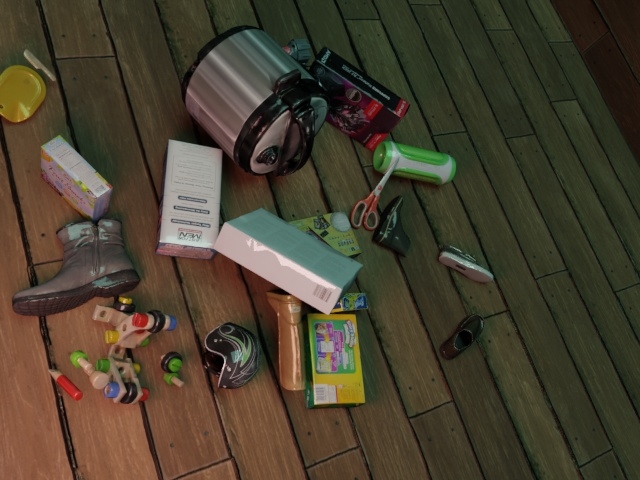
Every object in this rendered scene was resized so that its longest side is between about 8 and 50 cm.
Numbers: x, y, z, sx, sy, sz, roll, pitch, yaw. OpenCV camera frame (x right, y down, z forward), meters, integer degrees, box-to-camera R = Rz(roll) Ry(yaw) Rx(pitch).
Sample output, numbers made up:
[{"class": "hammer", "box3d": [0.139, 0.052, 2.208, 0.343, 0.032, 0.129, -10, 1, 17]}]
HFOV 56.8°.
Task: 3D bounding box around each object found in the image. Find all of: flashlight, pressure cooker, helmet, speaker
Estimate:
[{"class": "flashlight", "box3d": [-0.183, -0.694, 2.168, 0.304, 0.103, 0.103, -15, 72, -28]}, {"class": "pressure cooker", "box3d": [-0.180, -0.406, 1.862, 0.420, 0.375, 0.370, 47, 15, 14]}, {"class": "helmet", "box3d": [-0.243, 0.325, 1.646, 0.161, 0.169, 0.169, 42, 56, 18]}, {"class": "speaker", "box3d": [0.352, -0.287, 2.210, 0.297, 0.131, 0.131, 9, 64, -21]}]

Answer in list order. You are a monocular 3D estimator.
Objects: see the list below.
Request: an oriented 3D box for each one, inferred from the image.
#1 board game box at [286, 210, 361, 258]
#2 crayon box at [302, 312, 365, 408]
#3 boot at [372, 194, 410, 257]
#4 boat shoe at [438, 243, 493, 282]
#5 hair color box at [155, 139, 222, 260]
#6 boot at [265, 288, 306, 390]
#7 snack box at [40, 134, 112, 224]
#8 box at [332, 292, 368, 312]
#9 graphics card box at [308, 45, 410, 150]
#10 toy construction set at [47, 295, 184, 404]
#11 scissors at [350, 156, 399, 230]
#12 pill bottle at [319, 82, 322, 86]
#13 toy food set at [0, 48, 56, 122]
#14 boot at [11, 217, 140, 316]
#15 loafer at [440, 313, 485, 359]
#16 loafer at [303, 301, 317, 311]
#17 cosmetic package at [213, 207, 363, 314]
[{"class": "board game box", "box3d": [0.000, 0.000, 1.971, 0.243, 0.042, 0.165, -12, 73, -28]}, {"class": "crayon box", "box3d": [0.033, 0.363, 1.799, 0.166, 0.081, 0.278, 5, 66, -23]}, {"class": "boot", "box3d": [0.280, -0.049, 2.110, 0.137, 0.077, 0.197, 33, 71, -13]}, {"class": "boat shoe", "box3d": [0.538, 0.081, 2.156, 0.219, 0.078, 0.070, 28, 60, -9]}, {"class": "hair color box", "box3d": [-0.400, -0.123, 1.810, 0.174, 0.105, 0.347, 8, 64, -21]}, {"class": "boot", "box3d": [-0.104, 0.283, 1.746, 0.089, 0.236, 0.269, -3, 92, -14]}, {"class": "snack box", "box3d": [-0.686, -0.165, 1.659, 0.207, 0.174, 0.070, 44, 56, -1]}, {"class": "box", "box3d": [0.084, 0.196, 1.861, 0.169, 0.059, 0.054, 6, 74, -58]}, {"class": "graphics card box", "box3d": [0.107, -0.504, 2.135, 0.371, 0.233, 0.094, 33, 59, -8]}, {"class": "toy construction set", "box3d": [-0.543, 0.278, 1.525, 0.237, 0.257, 0.309, 22, 26, 37]}, {"class": "scissors", "box3d": [0.191, -0.174, 2.081, 0.109, 0.021, 0.297, 21, 86, -18]}, {"class": "pill bottle", "box3d": [-0.065, -0.488, 2.081, 0.108, 0.180, 0.107, 10, 64, -20]}, {"class": "toy food set", "box3d": [-0.896, -0.444, 1.761, 0.128, 0.071, 0.217, 42, 56, -31]}, {"class": "boot", "box3d": [-0.682, 0.065, 1.608, 0.338, 0.118, 0.222, -14, 71, -40]}, {"class": "loafer", "box3d": [0.504, 0.327, 2.029, 0.080, 0.078, 0.220, 49, 58, 2]}, {"class": "loafer", "box3d": [-0.014, 0.193, 1.869, 0.170, 0.062, 0.061, 9, 68, -19]}, {"class": "cosmetic package", "box3d": [-0.083, 0.049, 1.741, 0.377, 0.097, 0.284, 30, 20, 9]}]
